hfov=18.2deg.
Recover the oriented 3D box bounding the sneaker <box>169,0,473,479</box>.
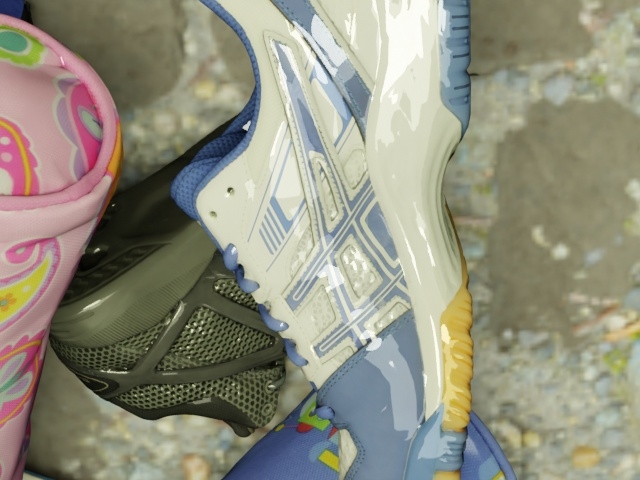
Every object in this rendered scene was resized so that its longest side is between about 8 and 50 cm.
[{"bbox_3d":[0.000,0.000,0.887,0.131,0.112,0.296,-3,98,-3],"label":"sneaker"}]

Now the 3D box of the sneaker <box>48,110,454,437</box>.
[{"bbox_3d":[-0.025,0.011,0.987,0.227,0.087,0.130,-33,133,-10],"label":"sneaker"}]

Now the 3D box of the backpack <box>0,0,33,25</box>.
[{"bbox_3d":[-0.179,-0.048,0.942,0.101,0.098,0.120,3,123,3],"label":"backpack"}]

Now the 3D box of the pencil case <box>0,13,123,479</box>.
[{"bbox_3d":[-0.170,0.038,0.868,0.124,0.124,0.284,14,134,-10],"label":"pencil case"}]

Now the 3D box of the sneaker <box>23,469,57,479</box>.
[{"bbox_3d":[-0.107,0.180,1.028,0.237,0.085,0.086,25,149,-12],"label":"sneaker"}]

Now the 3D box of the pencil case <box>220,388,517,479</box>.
[{"bbox_3d":[-0.034,0.195,0.964,0.306,0.119,0.133,-46,123,-22],"label":"pencil case"}]
